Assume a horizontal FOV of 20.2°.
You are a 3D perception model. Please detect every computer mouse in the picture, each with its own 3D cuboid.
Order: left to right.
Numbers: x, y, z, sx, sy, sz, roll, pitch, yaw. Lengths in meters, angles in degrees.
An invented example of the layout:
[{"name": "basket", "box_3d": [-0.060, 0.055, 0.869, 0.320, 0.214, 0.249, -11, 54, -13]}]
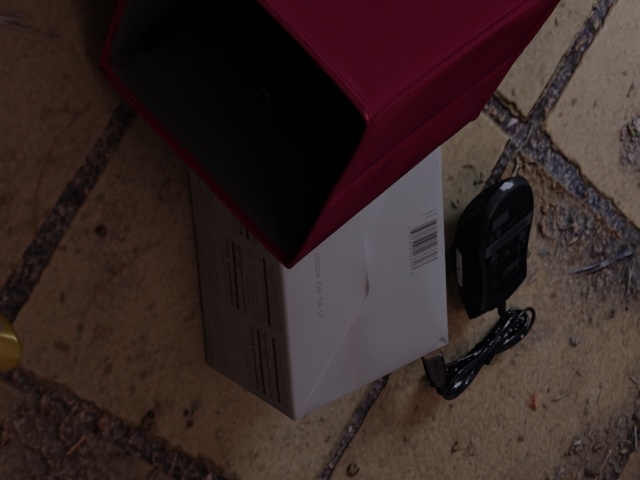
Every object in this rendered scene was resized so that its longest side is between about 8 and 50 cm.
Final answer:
[{"name": "computer mouse", "box_3d": [0.160, 0.051, 1.973, 0.184, 0.060, 0.262, -40, 143, -29]}]

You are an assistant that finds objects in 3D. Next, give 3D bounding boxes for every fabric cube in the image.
[{"name": "fabric cube", "box_3d": [0.009, -0.185, 1.503, 0.258, 0.254, 0.259, -37, 168, -30]}]

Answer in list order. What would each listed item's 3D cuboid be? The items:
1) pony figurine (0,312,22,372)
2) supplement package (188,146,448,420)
[{"name": "pony figurine", "box_3d": [-0.412, 0.008, 1.251, 0.303, 0.351, 0.363, -36, 172, 21]}, {"name": "supplement package", "box_3d": [0.000, 0.000, 1.733, 0.204, 0.145, 0.261, -24, 124, -33]}]
